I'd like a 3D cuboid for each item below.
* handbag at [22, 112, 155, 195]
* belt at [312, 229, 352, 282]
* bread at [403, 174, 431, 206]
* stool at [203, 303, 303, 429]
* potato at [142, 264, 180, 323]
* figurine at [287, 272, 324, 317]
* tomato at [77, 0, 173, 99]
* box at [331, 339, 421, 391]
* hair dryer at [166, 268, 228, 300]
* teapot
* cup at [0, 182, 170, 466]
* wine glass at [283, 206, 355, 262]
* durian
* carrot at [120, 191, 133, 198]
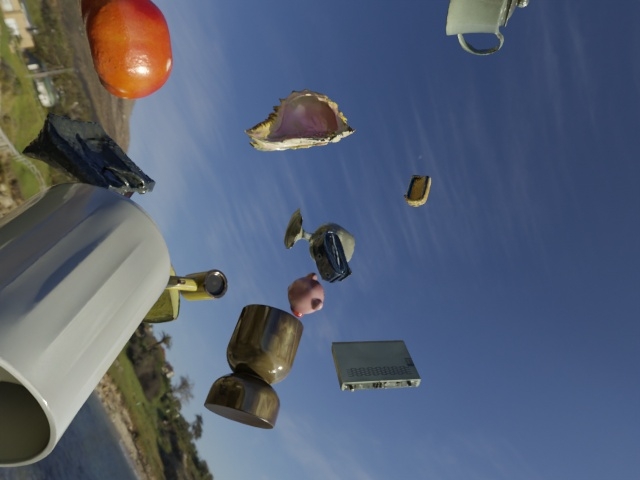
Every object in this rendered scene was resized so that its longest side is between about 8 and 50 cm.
[{"bbox_3d":[-0.420,-0.146,0.815,0.175,0.088,0.270,39,6,-7],"label":"handbag"},{"bbox_3d":[0.033,0.076,1.856,0.128,0.122,0.218,-35,-118,45],"label":"belt"},{"bbox_3d":[0.322,-0.163,1.410,0.072,0.106,0.053,8,-23,30],"label":"bread"},{"bbox_3d":[-0.162,0.317,1.096,0.179,0.264,0.179,12,-34,8],"label":"stool"},{"bbox_3d":[-0.739,0.219,1.807,0.112,0.255,0.269,14,66,-89],"label":"potato"},{"bbox_3d":[-0.063,0.243,1.924,0.173,0.173,0.173,39,-38,39],"label":"figurine"},{"bbox_3d":[-0.437,-0.454,0.987,0.260,0.180,0.259,172,-90,-76],"label":"tomato"},{"bbox_3d":[0.182,0.422,1.455,0.211,0.270,0.045,-109,-157,-56],"label":"box"},{"bbox_3d":[-0.421,0.124,1.252,0.135,0.279,0.090,-8,-104,35],"label":"hair dryer"},{"bbox_3d":[0.354,-0.499,0.896,0.149,0.162,0.239,15,-31,15],"label":"teapot"},{"bbox_3d":[-0.373,0.117,0.597,0.327,0.237,0.322,-80,-179,-59],"label":"cup"},{"bbox_3d":[0.000,0.000,2.163,0.238,0.323,0.238,-49,-151,38],"label":"wine glass"},{"bbox_3d":[-0.081,-0.313,1.252,0.195,0.305,0.185,128,-55,-71],"label":"durian"},{"bbox_3d":[-0.527,-0.133,1.177,0.032,0.093,0.032,19,-23,8],"label":"carrot"}]
